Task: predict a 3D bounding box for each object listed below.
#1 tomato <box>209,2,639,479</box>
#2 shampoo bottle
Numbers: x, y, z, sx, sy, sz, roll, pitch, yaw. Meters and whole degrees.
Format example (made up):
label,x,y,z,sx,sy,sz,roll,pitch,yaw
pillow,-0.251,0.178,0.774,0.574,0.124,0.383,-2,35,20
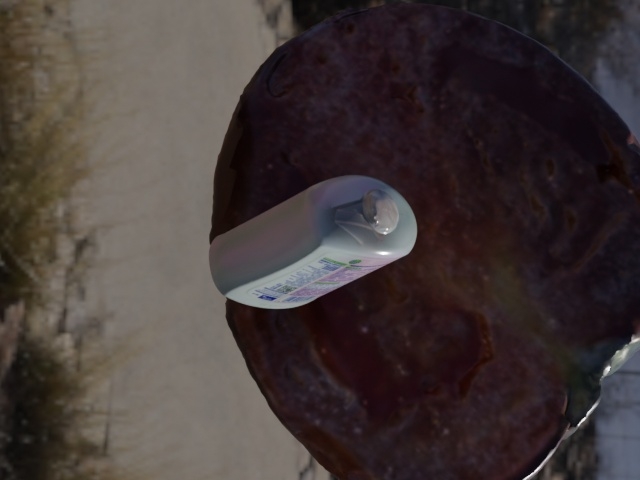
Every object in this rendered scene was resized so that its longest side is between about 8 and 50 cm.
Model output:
label,x,y,z,sx,sy,sz,roll,pitch,yaw
tomato,0.056,0.021,0.857,0.170,0.309,0.309,112,-11,-67
shampoo bottle,0.000,0.000,0.682,0.072,0.099,0.043,5,67,-41
